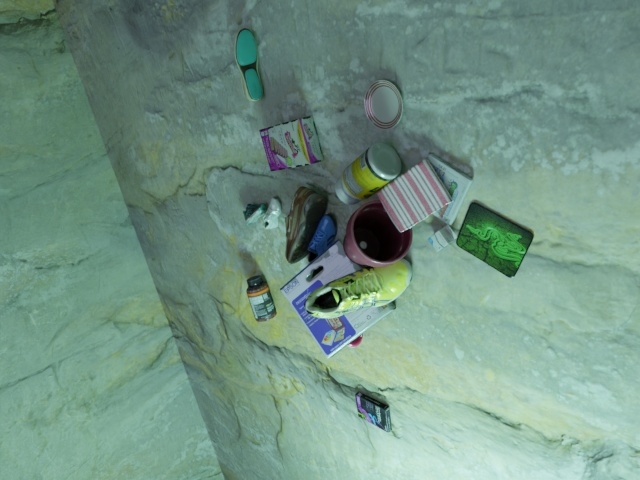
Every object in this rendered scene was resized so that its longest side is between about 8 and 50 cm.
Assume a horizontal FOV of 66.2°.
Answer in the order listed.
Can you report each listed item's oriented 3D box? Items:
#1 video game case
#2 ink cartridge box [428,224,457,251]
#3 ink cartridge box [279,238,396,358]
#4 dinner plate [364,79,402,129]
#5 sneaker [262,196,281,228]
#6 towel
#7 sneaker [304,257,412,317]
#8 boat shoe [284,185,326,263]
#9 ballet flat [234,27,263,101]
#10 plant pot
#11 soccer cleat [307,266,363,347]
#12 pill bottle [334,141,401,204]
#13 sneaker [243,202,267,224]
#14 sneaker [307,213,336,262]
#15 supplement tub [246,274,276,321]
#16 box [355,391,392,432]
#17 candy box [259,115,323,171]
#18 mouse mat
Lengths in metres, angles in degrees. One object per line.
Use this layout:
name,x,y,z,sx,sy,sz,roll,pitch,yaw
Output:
video game case,0.338,-0.141,1.378,0.143,0.019,0.157,40,136,28
ink cartridge box,0.351,-0.007,1.416,0.048,0.028,0.083,56,154,10
ink cartridge box,0.056,0.205,1.741,0.303,0.072,0.307,-40,74,18
dinner plate,0.183,-0.391,1.417,0.141,0.017,0.141,26,128,37
sneaker,-0.196,-0.105,1.974,0.053,0.061,0.152,38,134,31
towel,0.267,-0.126,1.411,0.197,0.029,0.144,-34,84,37
sneaker,0.122,0.171,1.600,0.384,0.147,0.145,-29,80,20
boat shoe,-0.072,-0.058,1.824,0.116,0.123,0.325,42,128,30
ballet flat,-0.264,-0.624,1.754,0.086,0.086,0.249,19,125,42
plant pot,0.159,-0.003,1.536,0.201,0.201,0.180,59,157,6
soccer cleat,0.052,0.253,1.864,0.331,0.116,0.143,63,152,10
pill bottle,0.139,-0.197,1.494,0.208,0.119,0.119,-36,82,52
sneaker,-0.284,-0.125,2.063,0.166,0.065,0.076,-35,79,50
sneaker,0.000,0.000,1.789,0.069,0.082,0.209,37,133,23
supplement tub,-0.272,0.261,2.228,0.106,0.106,0.198,-2,108,49
box,0.212,0.689,1.975,0.162,0.029,0.116,11,118,44
candy box,-0.106,-0.337,1.732,0.233,0.071,0.159,-1,109,48
mouse mat,0.463,-0.001,1.325,0.189,0.007,0.153,35,133,30
